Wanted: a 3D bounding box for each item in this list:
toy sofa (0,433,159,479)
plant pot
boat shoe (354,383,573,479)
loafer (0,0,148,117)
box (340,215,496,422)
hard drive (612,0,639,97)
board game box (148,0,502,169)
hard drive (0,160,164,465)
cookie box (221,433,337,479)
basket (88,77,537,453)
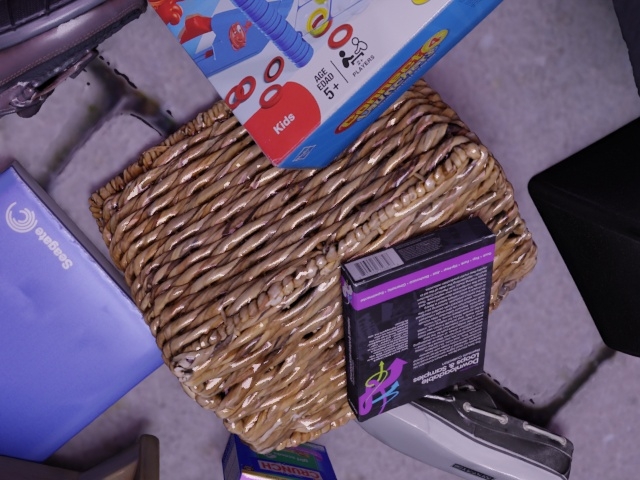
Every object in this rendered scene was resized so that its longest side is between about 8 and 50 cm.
[{"bbox_3d":[-0.314,0.222,0.883,0.363,0.150,0.177,15,99,-11],"label":"toy sofa"},{"bbox_3d":[0.317,-0.002,0.955,0.188,0.167,0.187,-29,105,0],"label":"plant pot"},{"bbox_3d":[0.127,0.170,1.022,0.219,0.078,0.070,26,64,-9],"label":"boat shoe"},{"bbox_3d":[-0.266,-0.126,0.889,0.303,0.109,0.095,-24,124,4],"label":"loafer"},{"bbox_3d":[0.074,0.064,0.867,0.116,0.029,0.162,-19,135,-16],"label":"box"},{"bbox_3d":[0.291,-0.202,0.823,0.237,0.064,0.338,3,70,-42],"label":"hard drive"},{"bbox_3d":[0.002,-0.261,0.783,0.308,0.086,0.302,-43,77,21],"label":"board game box"},{"bbox_3d":[-0.310,0.114,0.957,0.319,0.040,0.210,-39,105,2],"label":"hard drive"},{"bbox_3d":[-0.035,0.207,0.983,0.092,0.107,0.040,16,100,-12],"label":"cookie box"},{"bbox_3d":[0.000,0.000,0.949,0.299,0.223,0.213,-37,138,1],"label":"basket"}]
